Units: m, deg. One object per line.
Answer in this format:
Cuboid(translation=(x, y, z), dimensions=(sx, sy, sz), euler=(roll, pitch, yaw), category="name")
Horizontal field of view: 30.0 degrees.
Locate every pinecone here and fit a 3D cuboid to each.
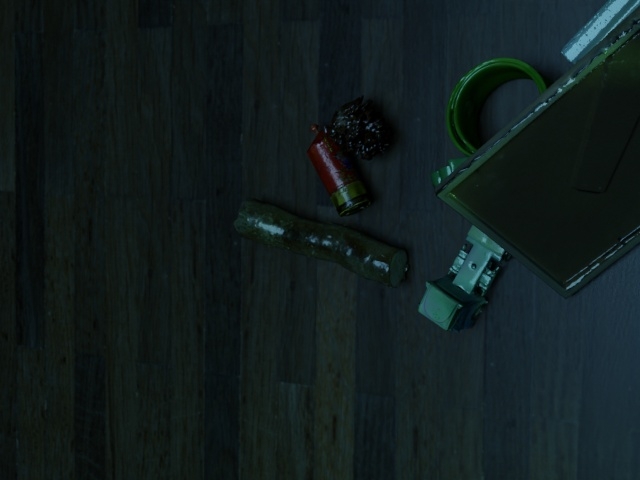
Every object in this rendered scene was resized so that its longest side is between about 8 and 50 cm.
Cuboid(translation=(0.053, -0.143, 1.550), dimensions=(0.083, 0.077, 0.077), euler=(43, 117, -14), category="pinecone")

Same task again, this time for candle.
Cuboid(translation=(0.019, -0.098, 1.583), dimensions=(0.052, 0.052, 0.131), euler=(-33, 76, 28), category="candle")

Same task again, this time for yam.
Cuboid(translation=(0.000, 0.000, 1.596), dimensions=(0.253, 0.061, 0.061), euler=(19, 103, 27), category="yam")

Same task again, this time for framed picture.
Cuboid(translation=(0.316, -0.088, 1.339), dimensions=(0.232, 0.024, 0.315), euler=(37, 119, -23), category="framed picture")

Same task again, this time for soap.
Cuboid(translation=(0.383, -0.247, 1.350), dimensions=(0.198, 0.063, 0.114), euler=(-46, 71, 25), category="soap")

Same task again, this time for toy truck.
Cuboid(translation=(0.187, 0.031, 1.476), dimensions=(0.067, 0.081, 0.175), euler=(35, 110, 21), category="toy truck")

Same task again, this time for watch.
Cuboid(translation=(0.206, -0.136, 1.433), dimensions=(0.165, 0.131, 0.152), euler=(-12, 77, 31), category="watch")
